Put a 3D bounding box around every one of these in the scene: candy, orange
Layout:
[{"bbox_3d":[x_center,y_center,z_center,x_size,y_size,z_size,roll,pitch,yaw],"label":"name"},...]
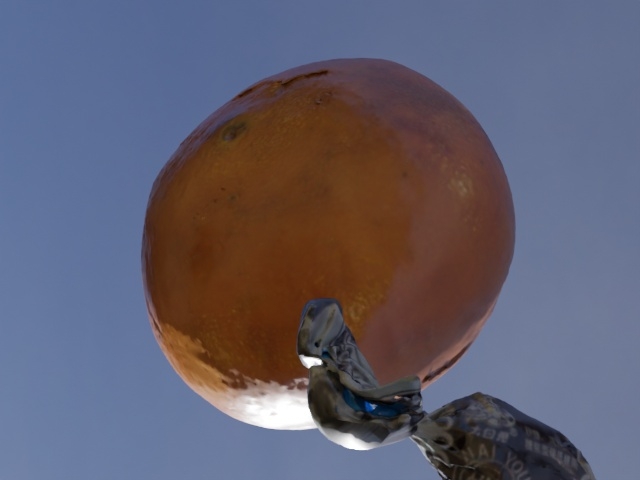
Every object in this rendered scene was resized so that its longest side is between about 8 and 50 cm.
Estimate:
[{"bbox_3d":[0.083,0.099,0.950,0.051,0.226,0.094,-52,-162,21],"label":"candy"},{"bbox_3d":[0.000,0.000,1.384,0.284,0.226,0.284,-29,-152,17],"label":"orange"}]
